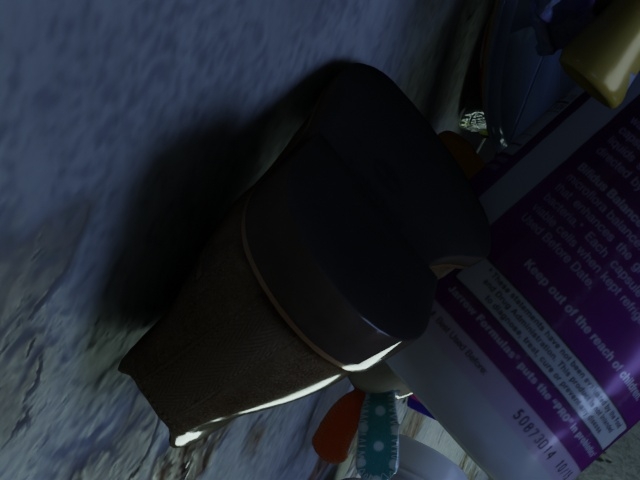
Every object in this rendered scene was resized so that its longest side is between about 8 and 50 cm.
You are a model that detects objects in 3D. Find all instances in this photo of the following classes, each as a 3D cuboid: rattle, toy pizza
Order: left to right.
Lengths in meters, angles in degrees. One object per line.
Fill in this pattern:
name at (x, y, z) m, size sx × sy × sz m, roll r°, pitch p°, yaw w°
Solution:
rattle at (0.053, 0.051, 0.867) m, size 0.200 × 0.130 × 0.142 m, roll -37°, pitch 150°, yaw -3°
toy pizza at (0.145, -0.153, 0.870) m, size 0.201 × 0.032 × 0.201 m, roll -47°, pitch 147°, yaw -43°

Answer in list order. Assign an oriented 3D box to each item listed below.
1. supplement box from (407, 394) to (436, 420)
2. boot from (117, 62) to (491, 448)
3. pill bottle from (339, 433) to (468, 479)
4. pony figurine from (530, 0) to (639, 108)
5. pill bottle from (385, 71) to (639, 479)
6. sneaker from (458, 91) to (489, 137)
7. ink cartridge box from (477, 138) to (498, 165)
supplement box at (0.176, 0.066, 1.221) m, size 0.114 × 0.111 × 0.220 m, roll -42°, pitch 153°, yaw -57°
boot at (0.000, 0.000, 0.603) m, size 0.115 × 0.112 × 0.305 m, roll -38°, pitch -179°, yaw 22°
pill bottle at (0.040, 0.253, 1.052) m, size 0.186 × 0.112 × 0.112 m, roll -59°, pitch 164°, yaw -20°
pony figurine at (0.211, -0.247, 0.626) m, size 0.363 × 0.303 × 0.351 m, roll -50°, pitch 157°, yaw 4°
pill bottle at (0.174, -0.002, 0.761) m, size 0.301 × 0.169 × 0.169 m, roll -42°, pitch 164°, yaw -1°
sneaker at (0.117, -0.095, 0.936) m, size 0.083 × 0.031 × 0.035 m, roll 20°, pitch 69°, yaw -70°
ink cartridge box at (0.251, -0.044, 0.977) m, size 0.117 × 0.278 × 0.201 m, roll 44°, pitch 67°, yaw -34°
